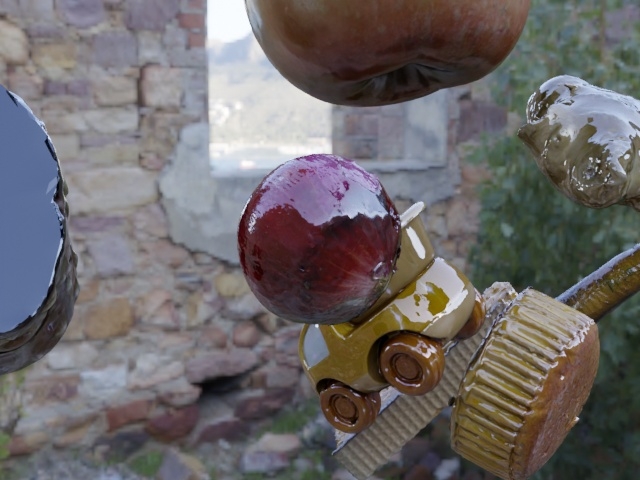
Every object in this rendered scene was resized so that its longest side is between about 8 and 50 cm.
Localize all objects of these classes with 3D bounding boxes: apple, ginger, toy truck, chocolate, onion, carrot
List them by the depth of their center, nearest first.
[{"bbox_3d":[0.000,0.000,0.706,0.131,0.131,0.131,0,8,0],"label":"onion"},{"bbox_3d":[-0.375,-0.003,1.032,0.225,0.340,0.210,-18,-26,-13],"label":"chocolate"},{"bbox_3d":[0.073,-0.320,1.091,0.338,0.305,0.338,-6,-6,-1],"label":"apple"},{"bbox_3d":[0.328,-0.092,1.098,0.218,0.123,0.270,24,32,-3],"label":"ginger"},{"bbox_3d":[0.363,0.065,1.238,0.314,0.066,0.066,-40,1,11],"label":"carrot"},{"bbox_3d":[0.084,0.103,1.282,0.288,0.212,0.204,-38,0,41],"label":"toy truck"}]

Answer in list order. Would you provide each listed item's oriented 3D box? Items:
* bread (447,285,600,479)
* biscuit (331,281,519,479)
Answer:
[{"bbox_3d":[0.220,0.154,0.998,0.104,0.199,0.199,25,19,27],"label":"bread"},{"bbox_3d":[0.175,0.218,1.482,0.378,0.094,0.054,-42,27,-1],"label":"biscuit"}]
